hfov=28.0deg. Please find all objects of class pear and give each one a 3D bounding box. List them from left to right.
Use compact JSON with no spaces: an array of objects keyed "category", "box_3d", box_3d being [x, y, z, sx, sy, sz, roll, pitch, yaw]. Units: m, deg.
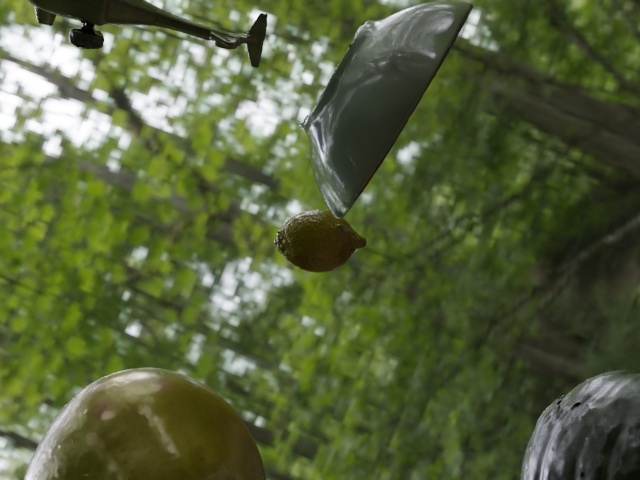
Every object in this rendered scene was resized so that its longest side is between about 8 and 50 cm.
[{"category":"pear","box_3d":[-0.192,0.284,1.405,0.336,0.285,0.285,152,141,-83]}]

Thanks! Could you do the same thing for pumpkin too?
[{"category":"pumpkin","box_3d":[0.386,0.262,1.369,0.327,0.291,0.257,3,-92,-33]}]

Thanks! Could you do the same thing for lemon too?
[{"category":"lemon","box_3d":[0.000,0.000,1.280,0.065,0.092,0.065,-1,-90,-85]}]

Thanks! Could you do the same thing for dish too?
[{"category":"dish","box_3d":[0.036,-0.109,0.953,0.191,0.066,0.191,-59,2,4]}]

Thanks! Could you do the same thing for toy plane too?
[{"category":"toy plane","box_3d":[-0.202,-0.250,1.392,0.108,0.286,0.092,-48,-26,-66]}]
